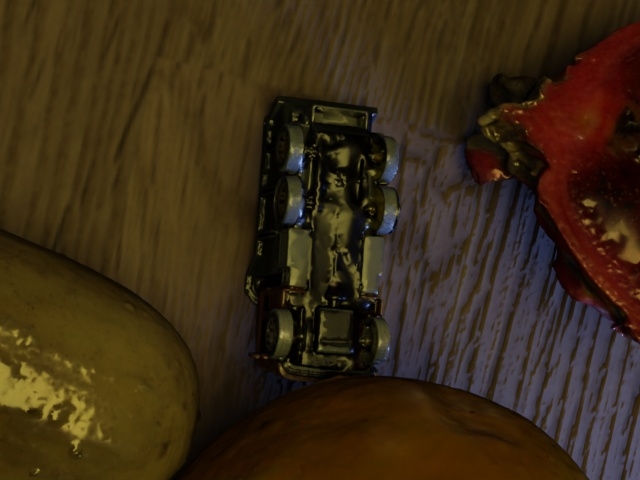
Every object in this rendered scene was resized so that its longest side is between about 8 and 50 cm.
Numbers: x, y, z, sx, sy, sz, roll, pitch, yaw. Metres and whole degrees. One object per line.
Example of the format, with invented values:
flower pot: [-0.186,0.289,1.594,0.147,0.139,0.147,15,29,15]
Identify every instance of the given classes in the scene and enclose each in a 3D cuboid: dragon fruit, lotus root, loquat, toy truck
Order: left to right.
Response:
lotus root: [-0.234,0.069,1.065,0.342,0.151,0.169,23,89,-19]
toy truck: [0.000,0.000,1.174,0.083,0.092,0.192,5,85,-20]
loquat: [0.038,0.241,1.095,0.328,0.328,0.328,-2,95,-19]
dragon fruit: [0.202,-0.052,1.227,0.211,0.134,0.262,25,71,-8]
